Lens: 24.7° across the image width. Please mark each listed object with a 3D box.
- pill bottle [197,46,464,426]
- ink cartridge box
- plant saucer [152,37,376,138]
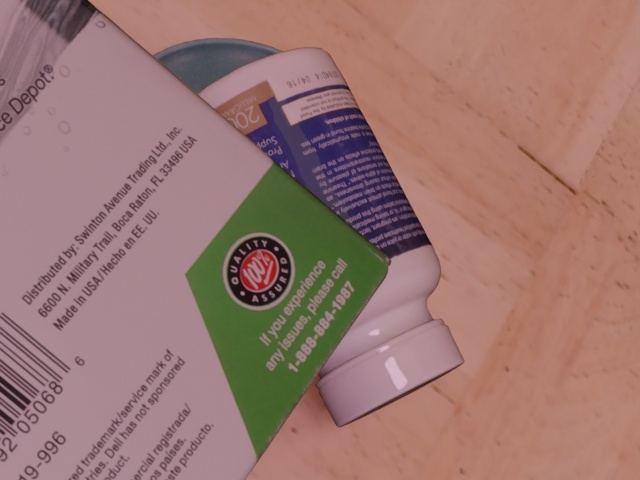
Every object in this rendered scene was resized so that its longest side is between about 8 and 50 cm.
[{"bbox_3d":[0.000,0.000,0.503,0.067,0.067,0.120,-22,80,-31],"label":"pill bottle"},{"bbox_3d":[-0.109,0.003,0.396,0.208,0.087,0.153,41,56,-6],"label":"ink cartridge box"},{"bbox_3d":[-0.030,-0.018,0.549,0.119,0.021,0.119,9,66,-21],"label":"plant saucer"}]
